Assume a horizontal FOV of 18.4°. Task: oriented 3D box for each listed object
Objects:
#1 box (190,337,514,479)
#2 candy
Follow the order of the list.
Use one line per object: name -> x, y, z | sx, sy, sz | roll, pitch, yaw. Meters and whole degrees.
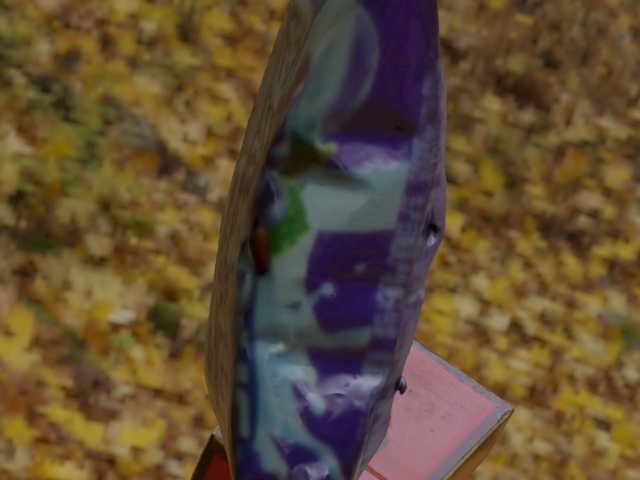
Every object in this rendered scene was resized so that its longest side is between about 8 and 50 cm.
box -> 0.027, 0.158, 1.516 | 0.153, 0.074, 0.240 | 38, 38, 12
candy -> 0.000, 0.000, 0.705 | 0.070, 0.275, 0.145 | 7, 12, -15
